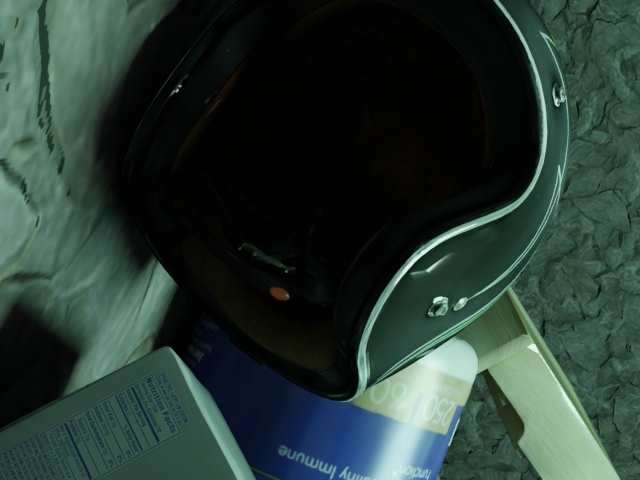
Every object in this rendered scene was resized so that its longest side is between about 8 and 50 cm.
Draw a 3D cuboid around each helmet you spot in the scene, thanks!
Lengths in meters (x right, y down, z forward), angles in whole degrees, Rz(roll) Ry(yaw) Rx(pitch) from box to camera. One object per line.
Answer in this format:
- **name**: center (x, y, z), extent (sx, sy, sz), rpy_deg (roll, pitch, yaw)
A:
- **helmet**: center (0.020, -0.034, 0.425), extent (0.161, 0.169, 0.169), rpy_deg (-47, 162, -21)

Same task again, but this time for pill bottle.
- **pill bottle**: center (-0.029, 0.153, 0.568), extent (0.153, 0.153, 0.265), rpy_deg (36, 75, -80)

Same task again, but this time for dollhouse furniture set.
- **dollhouse furniture set**: center (0.049, 0.138, 0.710), extent (0.161, 0.242, 0.212), rpy_deg (54, 11, -31)

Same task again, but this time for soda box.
- **soda box**: center (-0.018, 0.183, 0.342), extent (0.091, 0.286, 0.098), rpy_deg (-28, 161, -7)

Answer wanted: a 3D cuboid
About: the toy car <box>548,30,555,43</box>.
- **toy car**: center (0.112, -0.135, 0.815), extent (0.155, 0.148, 0.188), rpy_deg (85, 15, -46)
